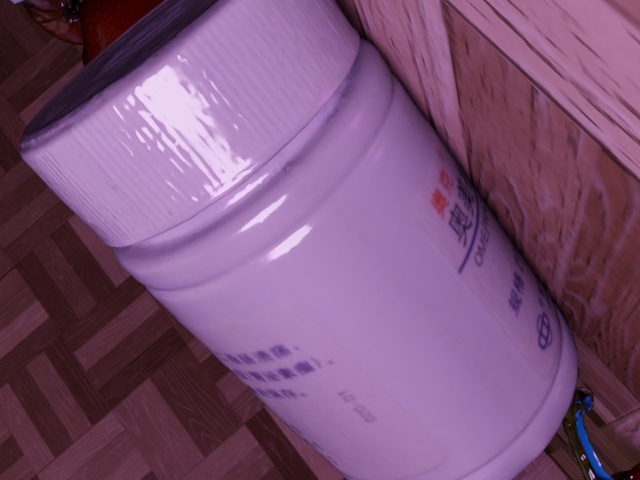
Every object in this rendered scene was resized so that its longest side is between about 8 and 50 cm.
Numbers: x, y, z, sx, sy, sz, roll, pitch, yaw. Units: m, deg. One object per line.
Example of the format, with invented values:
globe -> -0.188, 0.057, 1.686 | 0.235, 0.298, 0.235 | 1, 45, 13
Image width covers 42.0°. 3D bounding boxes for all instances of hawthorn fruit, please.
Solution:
hawthorn fruit -> -0.448, -0.518, 1.581 | 0.242, 0.241, 0.272 | 49, -148, -53
hawthorn fruit -> -0.167, -0.226, 0.986 | 0.251, 0.190, 0.189 | 30, 177, 9

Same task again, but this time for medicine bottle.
medicine bottle -> 0.000, 0.000, 0.508 | 0.332, 0.190, 0.190 | 49, 180, -28

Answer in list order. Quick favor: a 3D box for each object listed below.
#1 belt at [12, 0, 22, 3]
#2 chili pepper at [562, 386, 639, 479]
belt -> -0.121, -0.171, 0.349 | 0.078, 0.151, 0.198 | 49, -178, -6
chili pepper -> 0.304, 0.295, 0.669 | 0.388, 0.110, 0.110 | 52, -179, 11
